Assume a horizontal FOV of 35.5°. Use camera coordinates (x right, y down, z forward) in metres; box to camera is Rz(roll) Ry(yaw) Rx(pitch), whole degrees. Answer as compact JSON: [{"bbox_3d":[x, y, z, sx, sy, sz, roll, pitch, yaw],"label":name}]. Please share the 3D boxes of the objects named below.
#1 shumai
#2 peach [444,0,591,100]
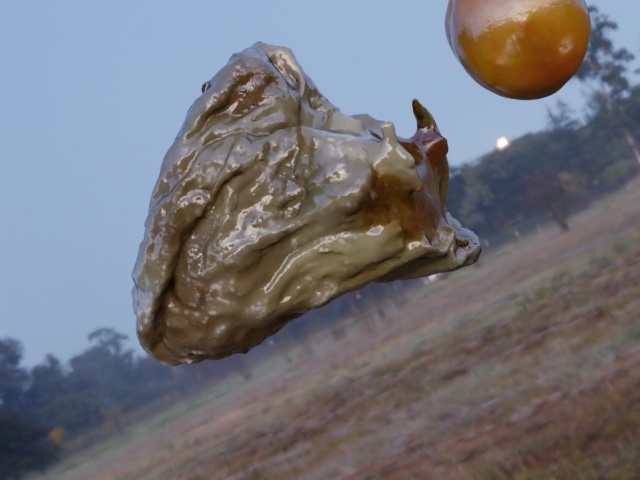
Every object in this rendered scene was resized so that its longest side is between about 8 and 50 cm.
[{"bbox_3d":[0.000,0.000,0.889,0.314,0.262,0.267,-62,-17,-21],"label":"shumai"},{"bbox_3d":[0.179,-0.200,0.929,0.138,0.138,0.138,-24,-9,-4],"label":"peach"}]
